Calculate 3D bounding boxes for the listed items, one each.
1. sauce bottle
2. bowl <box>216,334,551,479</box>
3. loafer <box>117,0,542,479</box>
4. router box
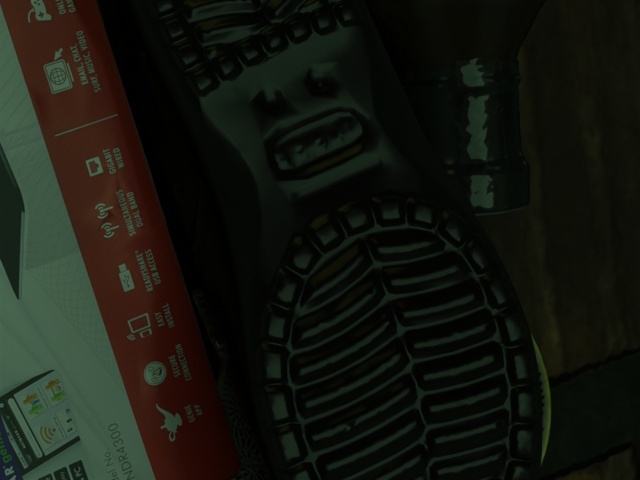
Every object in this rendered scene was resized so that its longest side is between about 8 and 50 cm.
[{"bbox_3d":[0.065,-0.185,0.813,0.111,0.111,0.344,-8,97,-28],"label":"sauce bottle"},{"bbox_3d":[0.033,0.094,0.823,0.170,0.080,0.170,-1,74,3],"label":"bowl"},{"bbox_3d":[0.000,0.000,0.754,0.134,0.130,0.365,-16,88,-15],"label":"loafer"},{"bbox_3d":[-0.223,0.007,0.686,0.301,0.082,0.335,-23,105,-25],"label":"router box"}]
